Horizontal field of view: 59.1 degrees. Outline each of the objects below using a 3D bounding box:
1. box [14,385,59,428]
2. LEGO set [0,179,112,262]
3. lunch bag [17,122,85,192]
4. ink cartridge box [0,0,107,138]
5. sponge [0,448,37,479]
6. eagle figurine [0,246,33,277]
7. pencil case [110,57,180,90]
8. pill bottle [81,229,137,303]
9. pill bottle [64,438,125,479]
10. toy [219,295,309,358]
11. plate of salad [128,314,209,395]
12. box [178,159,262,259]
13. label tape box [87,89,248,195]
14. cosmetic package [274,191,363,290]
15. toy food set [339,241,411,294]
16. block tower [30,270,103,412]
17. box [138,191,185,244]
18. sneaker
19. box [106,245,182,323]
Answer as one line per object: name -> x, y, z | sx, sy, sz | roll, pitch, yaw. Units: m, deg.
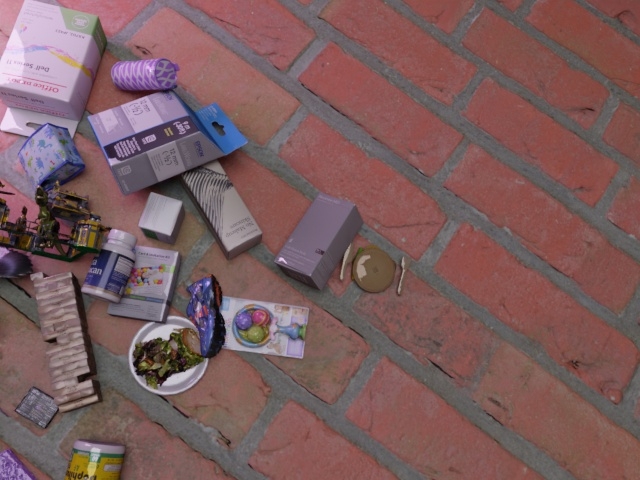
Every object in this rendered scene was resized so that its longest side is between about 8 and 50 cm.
box -> -0.671, 0.397, 1.346 | 0.083, 0.018, 0.067 | 30, 71, 1
LEGO set -> -0.673, -0.081, 1.350 | 0.332, 0.255, 0.192 | 14, 70, -27
lunch bag -> -0.716, -0.212, 1.485 | 0.151, 0.096, 0.128 | -32, 79, 13
ink cartridge box -> -0.741, -0.458, 1.540 | 0.207, 0.119, 0.353 | 11, 72, -6
sponge -> -0.690, 0.591, 1.278 | 0.210, 0.031, 0.117 | 45, 72, 5
eagle figurine -> -0.887, 0.090, 1.342 | 0.298, 0.225, 0.226 | 33, 113, -29
pencil case -> -0.484, -0.458, 1.553 | 0.206, 0.086, 0.088 | 9, 50, 32
pill bottle -> -0.515, 0.063, 1.395 | 0.094, 0.094, 0.169 | 17, 72, -4
pill bottle -> -0.519, 0.563, 1.268 | 0.118, 0.117, 0.208 | 11, 72, -6
toy -> -0.152, 0.221, 1.464 | 0.238, 0.056, 0.136 | 9, 71, -6
plate of salad -> -0.379, 0.284, 1.412 | 0.200, 0.048, 0.199 | 3, 74, -9
box -> -0.271, -0.095, 1.519 | 0.113, 0.094, 0.275 | -31, 80, -17
label tape box -> -0.403, -0.289, 1.495 | 0.348, 0.115, 0.249 | -26, 50, -14
cosmetic package -> 0.000, 0.000, 1.511 | 0.127, 0.107, 0.237 | 19, 70, 29
toy food set -> 0.148, 0.079, 1.570 | 0.192, 0.038, 0.132 | 16, 79, -10
block tower -> -0.612, 0.236, 1.367 | 0.097, 0.091, 0.335 | -16, 77, -14
box -> -0.413, -0.056, 1.481 | 0.087, 0.101, 0.101 | 16, 73, -4
sneaker -> -0.295, 0.197, 1.434 | 0.087, 0.083, 0.221 | -15, 57, 9
box -> -0.448, 0.110, 1.447 | 0.145, 0.038, 0.186 | 8, 71, 5
